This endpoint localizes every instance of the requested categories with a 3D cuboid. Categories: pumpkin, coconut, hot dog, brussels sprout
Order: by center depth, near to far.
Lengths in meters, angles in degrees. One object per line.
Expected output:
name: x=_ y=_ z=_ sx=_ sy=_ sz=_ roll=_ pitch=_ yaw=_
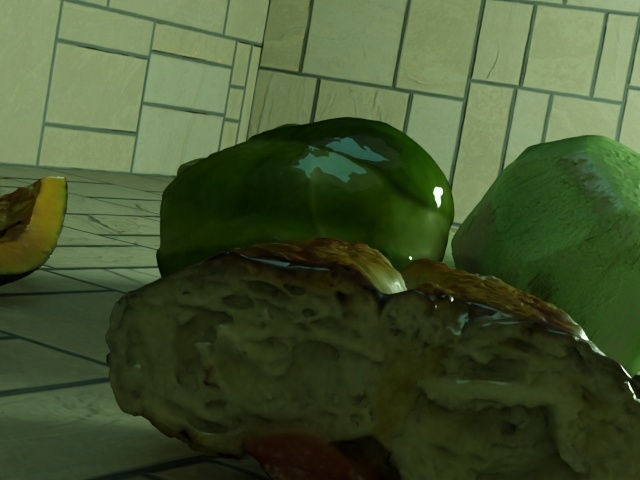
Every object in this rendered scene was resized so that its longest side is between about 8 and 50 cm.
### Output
hot dog: x=0.043 y=0.101 z=1.050 sx=0.367 sy=0.196 sz=0.365 roll=15 pitch=8 yaw=1
brussels sprout: x=0.000 y=0.000 z=1.548 sx=0.315 sy=0.276 sz=0.371 roll=-4 pitch=10 yaw=23
pumpkin: x=-0.419 y=0.014 z=1.612 sx=0.312 sy=0.148 sz=0.169 roll=-3 pitch=54 yaw=-50
coconut: x=0.326 y=0.035 z=1.741 sx=0.328 sy=0.328 sz=0.281 roll=13 pitch=25 yaw=32

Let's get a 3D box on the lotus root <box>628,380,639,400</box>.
lotus root: x=0.265 y=0.147 z=1.522 sx=0.167 sy=0.078 sz=0.329 roll=5 pitch=7 yaw=-28

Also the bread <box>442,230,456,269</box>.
bread: x=0.049 y=0.033 z=1.889 sx=0.338 sy=0.155 sz=0.187 roll=7 pitch=11 yaw=-30
